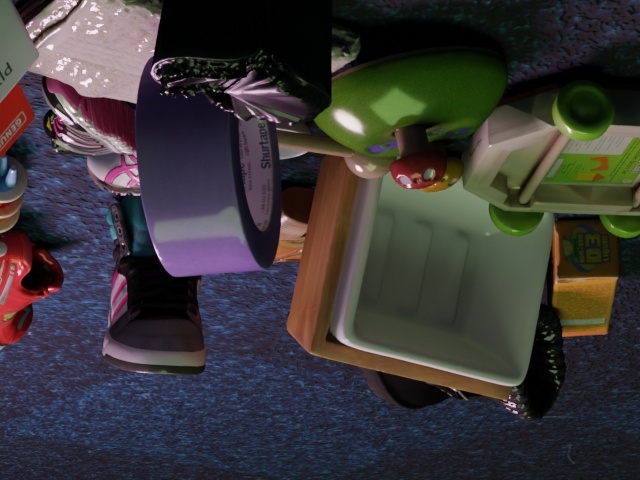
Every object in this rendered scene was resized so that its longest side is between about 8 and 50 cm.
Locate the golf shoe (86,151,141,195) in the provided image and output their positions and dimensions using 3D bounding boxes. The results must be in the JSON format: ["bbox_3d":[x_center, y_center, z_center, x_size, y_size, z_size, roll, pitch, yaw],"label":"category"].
[{"bbox_3d":[-0.157,-0.087,1.935,0.186,0.086,0.067,6,-154,34],"label":"golf shoe"}]

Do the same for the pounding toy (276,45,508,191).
[{"bbox_3d":[0.072,-0.086,1.784,0.183,0.110,0.237,0,163,-42],"label":"pounding toy"}]

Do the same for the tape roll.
[{"bbox_3d":[-0.091,-0.066,1.637,0.080,0.189,0.189,-6,161,11],"label":"tape roll"}]

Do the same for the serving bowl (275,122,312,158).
[{"bbox_3d":[-0.048,-0.106,1.913,0.083,0.027,0.083,1,162,0],"label":"serving bowl"}]

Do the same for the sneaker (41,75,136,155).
[{"bbox_3d":[-0.232,-0.115,1.831,0.075,0.063,0.170,-11,164,14],"label":"sneaker"}]

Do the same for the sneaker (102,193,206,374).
[{"bbox_3d":[-0.169,0.035,2.097,0.124,0.178,0.295,4,-170,-12],"label":"sneaker"}]

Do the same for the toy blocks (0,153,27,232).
[{"bbox_3d":[-0.368,-0.057,2.025,0.123,0.054,0.148,4,161,-12],"label":"toy blocks"}]

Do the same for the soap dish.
[{"bbox_3d":[0.103,0.030,2.040,0.291,0.229,0.118,16,172,-40],"label":"soap dish"}]

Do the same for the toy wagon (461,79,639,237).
[{"bbox_3d":[0.317,-0.079,1.915,0.344,0.068,0.267,1,159,-10],"label":"toy wagon"}]

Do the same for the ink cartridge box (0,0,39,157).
[{"bbox_3d":[-0.331,-0.067,1.593,0.060,0.275,0.239,25,156,27],"label":"ink cartridge box"}]

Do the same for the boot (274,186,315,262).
[{"bbox_3d":[0.000,0.000,2.170,0.197,0.073,0.152,22,153,-22],"label":"boot"}]

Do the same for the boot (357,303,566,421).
[{"bbox_3d":[0.183,0.147,2.392,0.260,0.131,0.348,13,167,24],"label":"boot"}]

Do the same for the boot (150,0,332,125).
[{"bbox_3d":[-0.003,-0.180,1.411,0.246,0.207,0.094,8,160,-23],"label":"boot"}]

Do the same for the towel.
[{"bbox_3d":[-0.125,-0.167,1.704,0.282,0.049,0.187,11,159,-30],"label":"towel"}]

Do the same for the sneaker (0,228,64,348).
[{"bbox_3d":[-0.358,0.057,2.300,0.118,0.107,0.279,-9,164,-2],"label":"sneaker"}]

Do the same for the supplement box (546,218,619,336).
[{"bbox_3d":[0.305,0.047,2.289,0.080,0.078,0.233,-2,162,6],"label":"supplement box"}]
